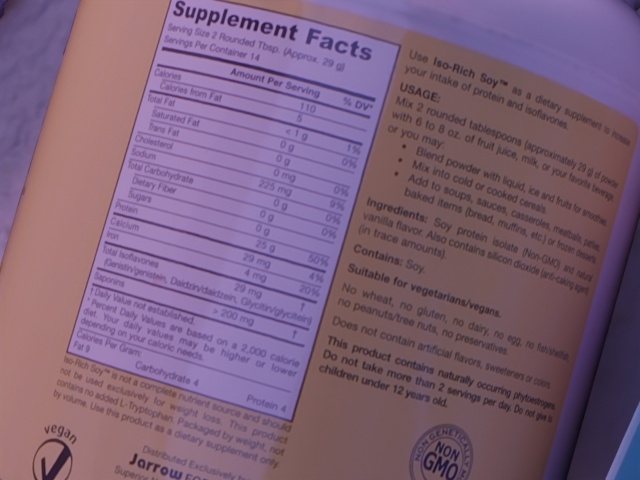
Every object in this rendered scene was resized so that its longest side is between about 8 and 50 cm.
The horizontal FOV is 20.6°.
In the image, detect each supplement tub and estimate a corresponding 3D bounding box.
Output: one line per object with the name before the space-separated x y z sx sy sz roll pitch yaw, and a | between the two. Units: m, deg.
supplement tub | 0.000 0.000 0.702 0.241 0.241 0.331 15 86 14

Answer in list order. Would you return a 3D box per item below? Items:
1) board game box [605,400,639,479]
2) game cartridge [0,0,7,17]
board game box | 0.185 -0.001 0.613 0.079 0.254 0.336 25 105 15
game cartridge | -0.319 -0.100 0.880 0.230 0.068 0.355 43 93 18
